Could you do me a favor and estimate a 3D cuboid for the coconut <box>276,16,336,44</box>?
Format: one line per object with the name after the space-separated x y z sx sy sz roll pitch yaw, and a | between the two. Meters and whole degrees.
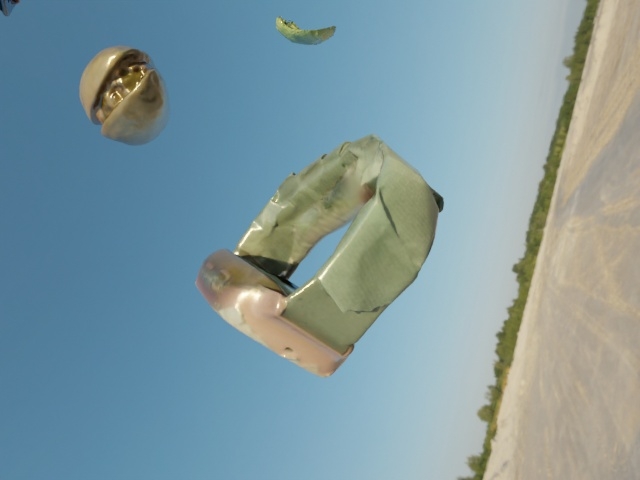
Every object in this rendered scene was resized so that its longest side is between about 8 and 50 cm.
-0.050 -0.527 1.037 0.133 0.158 0.055 -12 -58 -35 | coconut

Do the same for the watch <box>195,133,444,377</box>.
0.000 0.000 0.452 0.161 0.253 0.241 37 -99 -28 | watch

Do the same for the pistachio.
-0.268 -0.202 0.578 0.124 0.184 0.125 4 -98 -31 | pistachio

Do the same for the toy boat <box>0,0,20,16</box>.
-0.485 -0.355 0.578 0.097 0.100 0.223 13 -118 -25 | toy boat
